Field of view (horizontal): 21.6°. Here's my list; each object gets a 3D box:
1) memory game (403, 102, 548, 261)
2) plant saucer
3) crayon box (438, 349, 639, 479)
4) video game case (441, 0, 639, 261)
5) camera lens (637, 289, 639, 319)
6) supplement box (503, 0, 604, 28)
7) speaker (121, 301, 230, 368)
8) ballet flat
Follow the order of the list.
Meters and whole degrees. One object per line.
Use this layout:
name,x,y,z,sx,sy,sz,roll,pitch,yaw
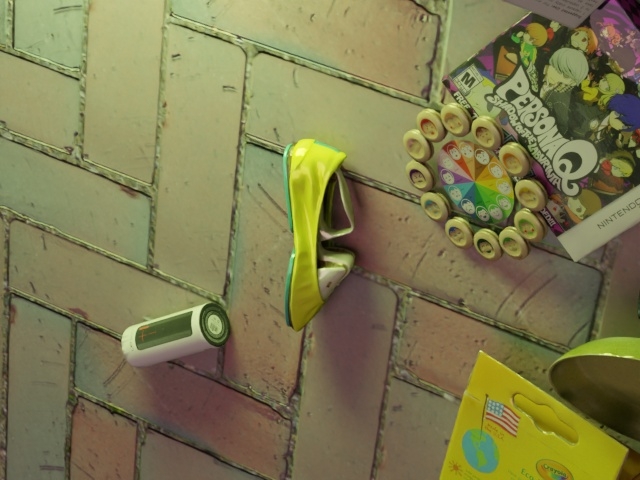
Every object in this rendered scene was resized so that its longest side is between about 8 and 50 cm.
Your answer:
memory game,0.156,-0.057,1.705,0.186,0.012,0.186,32,141,29
plant saucer,0.343,0.151,1.637,0.241,0.037,0.241,20,160,8
crayon box,0.229,0.281,1.793,0.202,0.081,0.319,34,128,30
video game case,0.260,-0.122,1.620,0.210,0.042,0.232,-35,91,38
camera lens,0.427,0.043,1.443,0.274,0.219,0.219,18,121,19
supplement box,0.243,-0.306,1.468,0.220,0.114,0.111,-45,45,38
speaker,-0.175,0.115,2.012,0.136,0.055,0.055,-17,103,38
ballet flat,0.000,0.000,1.834,0.077,0.077,0.231,6,115,12
